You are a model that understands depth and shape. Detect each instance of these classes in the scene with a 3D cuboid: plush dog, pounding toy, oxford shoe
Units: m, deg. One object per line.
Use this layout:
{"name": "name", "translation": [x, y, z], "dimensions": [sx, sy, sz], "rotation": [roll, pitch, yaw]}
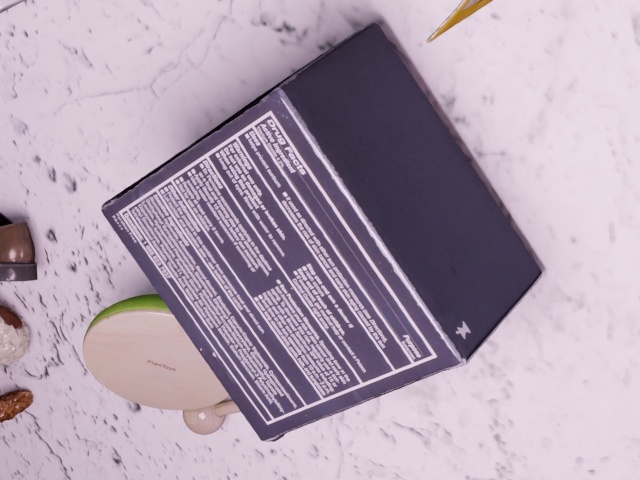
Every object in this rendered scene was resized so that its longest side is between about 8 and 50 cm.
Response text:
{"name": "plush dog", "translation": [-0.520, 0.180, 1.827], "dimensions": [0.262, 0.210, 0.225], "rotation": [20, 150, 26]}
{"name": "pounding toy", "translation": [-0.155, 0.114, 1.570], "dimensions": [0.183, 0.110, 0.237], "rotation": [-27, 128, 33]}
{"name": "oxford shoe", "translation": [-0.439, -0.002, 1.724], "dimensions": [0.227, 0.083, 0.096], "rotation": [4, 96, 38]}

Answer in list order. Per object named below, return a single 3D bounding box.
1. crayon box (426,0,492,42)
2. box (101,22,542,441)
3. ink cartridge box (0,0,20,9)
{"name": "crayon box", "translation": [0.188, -0.299, 0.967], "dimensions": [0.083, 0.203, 0.323], "rotation": [48, 134, 4]}
{"name": "box", "translation": [0.000, 0.000, 1.306], "dimensions": [0.294, 0.183, 0.296], "rotation": [-27, 100, 45]}
{"name": "ink cartridge box", "translation": [-0.412, -0.342, 1.472], "dimensions": [0.160, 0.092, 0.219], "rotation": [-15, 106, 41]}
